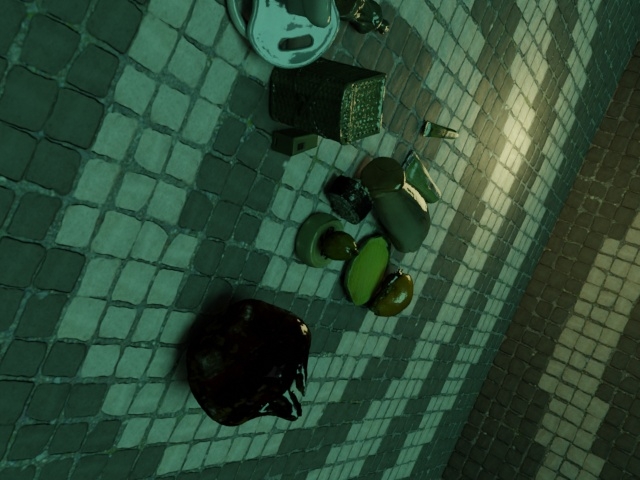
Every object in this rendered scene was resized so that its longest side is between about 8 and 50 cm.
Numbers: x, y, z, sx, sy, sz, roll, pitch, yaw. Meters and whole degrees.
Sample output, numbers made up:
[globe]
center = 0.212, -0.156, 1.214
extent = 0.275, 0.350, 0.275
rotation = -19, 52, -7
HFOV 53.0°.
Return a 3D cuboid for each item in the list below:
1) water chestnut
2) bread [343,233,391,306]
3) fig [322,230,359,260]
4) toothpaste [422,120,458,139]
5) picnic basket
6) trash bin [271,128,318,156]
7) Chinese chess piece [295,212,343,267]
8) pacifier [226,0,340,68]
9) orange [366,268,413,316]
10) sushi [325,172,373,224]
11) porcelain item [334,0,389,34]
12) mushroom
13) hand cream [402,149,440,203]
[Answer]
[water chestnut]
center = -0.152, 0.277, 1.430
extent = 0.289, 0.244, 0.288
rotation = -30, 131, -42
[bread]
center = 0.137, 0.084, 1.901
extent = 0.228, 0.034, 0.228
rotation = -35, 138, -39
[fig]
center = 0.057, 0.019, 1.581
extent = 0.082, 0.098, 0.084
rotation = -54, 156, -16
[toothpaste]
center = 0.367, -0.330, 1.953
extent = 0.204, 0.032, 0.049
rotation = -2, 113, -51
[picnic basket]
center = 0.011, -0.291, 1.327
extent = 0.154, 0.196, 0.134
rotation = -24, 130, -45
[trash bin]
center = -0.054, -0.220, 1.409
extent = 0.092, 0.061, 0.042
rotation = -27, 131, -47
[Chinese chess piece]
center = 0.000, 0.000, 1.629
extent = 0.144, 0.059, 0.144
rotation = -32, 134, -40
[pacifier]
center = -0.040, -0.435, 1.159
extent = 0.228, 0.207, 0.278
rotation = -19, 127, -27
[orange]
center = 0.227, 0.171, 1.994
extent = 0.160, 0.112, 0.169
rotation = -51, 167, -48
[sushi]
center = 0.078, -0.104, 1.644
extent = 0.078, 0.091, 0.150
rotation = -58, 145, -18
[porcelain item]
center = 0.101, -0.505, 1.442
extent = 0.216, 0.069, 0.081
rotation = 6, 101, -61
[mushroom]
center = 0.226, -0.103, 1.817
extent = 0.154, 0.138, 0.407
rotation = -48, 150, -6
[hand cream]
center = 0.305, -0.183, 1.956
extent = 0.235, 0.055, 0.086
rotation = 38, 76, -49
